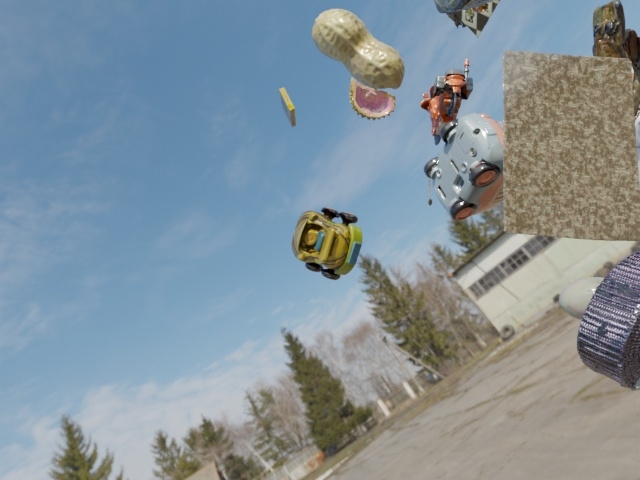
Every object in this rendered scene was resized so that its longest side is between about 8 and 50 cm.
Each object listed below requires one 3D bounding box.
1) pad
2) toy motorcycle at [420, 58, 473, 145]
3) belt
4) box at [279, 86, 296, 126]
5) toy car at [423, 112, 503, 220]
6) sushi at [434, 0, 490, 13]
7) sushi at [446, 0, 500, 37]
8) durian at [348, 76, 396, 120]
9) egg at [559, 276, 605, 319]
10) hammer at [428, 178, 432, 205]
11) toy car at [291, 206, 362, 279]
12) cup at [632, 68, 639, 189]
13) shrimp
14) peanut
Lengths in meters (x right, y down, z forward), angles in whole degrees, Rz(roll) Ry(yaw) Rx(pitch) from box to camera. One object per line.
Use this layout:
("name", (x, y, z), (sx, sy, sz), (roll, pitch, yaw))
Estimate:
("pad", (0.294, -0.116, 0.536), (0.158, 0.234, 0.003), (4, -13, 1))
("toy motorcycle", (0.449, -0.498, 1.629), (0.148, 0.221, 0.325), (4, -14, 2))
("belt", (0.644, 0.151, 0.880), (0.325, 0.122, 0.260), (-25, -66, -21))
("box", (-0.114, -0.467, 1.605), (0.023, 0.086, 0.155), (-23, -6, -4))
("toy car", (0.409, -0.184, 1.140), (0.213, 0.180, 0.270), (-9, -35, -16))
("sushi", (0.253, -0.436, 0.705), (0.127, 0.124, 0.225), (-15, 12, 0))
("sushi", (0.399, -0.770, 1.330), (0.294, 0.292, 0.059), (-58, 19, -20))
("durian", (0.201, -0.578, 1.878), (0.183, 0.165, 0.132), (-1, -36, -28))
("egg", (0.644, 0.140, 1.082), (0.135, 0.103, 0.103), (-17, -10, 30))
("hammer", (0.370, -0.168, 1.542), (0.014, 0.122, 0.029), (2, -42, 9))
("toy car", (0.000, 0.000, 1.311), (0.142, 0.248, 0.200), (14, -88, -38))
("cup", (0.766, -0.230, 1.088), (0.213, 0.317, 0.212), (-10, -29, -6))
("shrimp", (0.599, -0.346, 0.898), (0.173, 0.253, 0.058), (-31, 24, -26))
("peanut", (0.097, -0.493, 1.170), (0.120, 0.298, 0.136), (-47, -13, -1))
